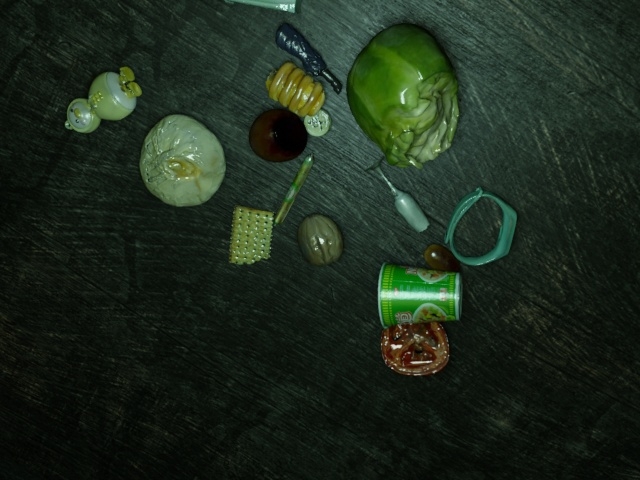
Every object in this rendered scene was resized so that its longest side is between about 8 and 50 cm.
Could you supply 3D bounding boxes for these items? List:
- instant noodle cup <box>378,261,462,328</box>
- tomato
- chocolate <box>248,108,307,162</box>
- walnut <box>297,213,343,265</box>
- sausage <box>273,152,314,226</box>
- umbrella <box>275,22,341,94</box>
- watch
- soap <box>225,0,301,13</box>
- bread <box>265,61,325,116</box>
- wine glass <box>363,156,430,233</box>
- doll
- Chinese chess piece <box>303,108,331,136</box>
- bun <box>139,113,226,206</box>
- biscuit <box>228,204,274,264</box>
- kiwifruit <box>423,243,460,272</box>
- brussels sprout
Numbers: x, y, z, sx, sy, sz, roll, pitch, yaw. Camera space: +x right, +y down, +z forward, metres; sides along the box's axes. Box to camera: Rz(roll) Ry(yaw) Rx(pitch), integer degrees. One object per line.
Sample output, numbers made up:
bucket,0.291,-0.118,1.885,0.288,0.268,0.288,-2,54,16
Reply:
instant noodle cup,0.306,0.168,1.722,0.232,0.207,0.207,0,109,17
tomato,0.311,0.324,1.850,0.227,0.101,0.228,1,96,14
chocolate,-0.130,-0.305,1.674,0.176,0.177,0.177,3,109,8
walnut,0.000,0.000,1.765,0.140,0.140,0.162,-12,116,12
sausage,-0.083,-0.154,1.775,0.032,0.033,0.269,29,111,-2
umbrella,-0.029,-0.514,1.635,0.248,0.071,0.071,41,110,-11
watch,0.482,-0.040,1.718,0.195,0.068,0.237,10,114,7
soap,-0.155,-0.667,1.567,0.198,0.114,0.063,11,111,6
bread,-0.070,-0.431,1.642,0.177,0.084,0.119,34,106,8
wine glass,0.238,-0.129,1.721,0.074,0.074,0.262,-36,101,18
doll,-0.666,-0.410,1.728,0.296,0.117,0.141,-27,96,16
Chinese chess piece,-0.008,-0.349,1.696,0.084,0.034,0.084,3,109,9
bun,-0.429,-0.231,1.741,0.287,0.146,0.287,3,111,9
biscuit,-0.223,-0.010,1.854,0.144,0.016,0.203,9,109,6
kiwifruit,0.372,0.060,1.761,0.124,0.075,0.075,33,110,-10
brussels sprout,0.226,-0.384,1.519,0.275,0.315,0.371,-34,139,-7
